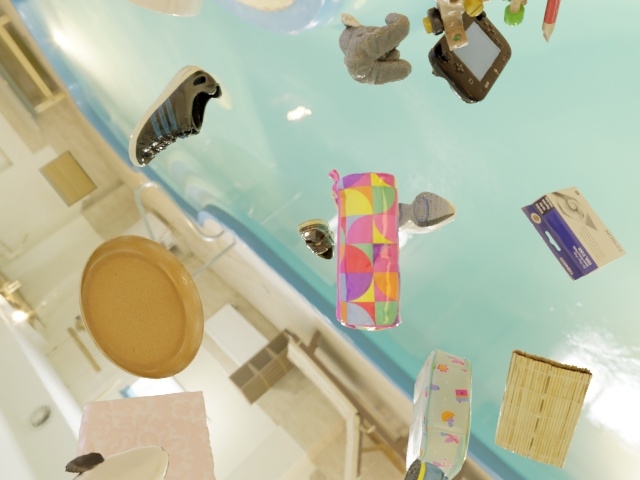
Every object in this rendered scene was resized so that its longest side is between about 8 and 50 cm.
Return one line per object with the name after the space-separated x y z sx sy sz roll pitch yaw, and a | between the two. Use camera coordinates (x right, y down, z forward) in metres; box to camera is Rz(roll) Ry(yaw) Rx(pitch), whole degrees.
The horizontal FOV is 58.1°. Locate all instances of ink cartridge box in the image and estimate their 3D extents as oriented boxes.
0.634 -0.025 1.435 0.223 0.223 0.045 60 140 17 | ink cartridge box

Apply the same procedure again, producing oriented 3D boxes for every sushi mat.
0.456 0.358 1.204 0.151 0.019 0.317 14 131 23 | sushi mat

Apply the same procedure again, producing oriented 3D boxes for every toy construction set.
0.335 -0.482 1.149 0.309 0.257 0.237 50 173 28 | toy construction set

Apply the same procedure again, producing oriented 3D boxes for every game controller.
0.362 -0.443 1.366 0.166 0.319 0.067 39 141 -2 | game controller

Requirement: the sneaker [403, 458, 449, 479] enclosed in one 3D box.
0.167 0.497 1.010 0.082 0.209 0.069 32 157 -7 | sneaker

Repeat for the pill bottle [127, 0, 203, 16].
-0.226 -0.588 0.913 0.229 0.229 0.408 40 124 26 | pill bottle

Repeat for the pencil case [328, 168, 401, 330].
0.066 0.014 0.848 0.104 0.104 0.237 157 111 -70 | pencil case

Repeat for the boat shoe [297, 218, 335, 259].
0.000 0.000 1.092 0.152 0.056 0.049 35 -142 -66 | boat shoe

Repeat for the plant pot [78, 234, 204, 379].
-0.282 0.106 0.909 0.032 0.236 0.236 -26 108 28 | plant pot

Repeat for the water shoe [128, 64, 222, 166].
-0.248 -0.200 0.978 0.080 0.203 0.073 38 -171 12 | water shoe

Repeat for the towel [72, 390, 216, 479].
-0.425 0.505 1.397 0.332 0.316 0.054 -119 29 -58 | towel

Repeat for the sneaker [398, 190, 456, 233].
0.324 -0.076 1.746 0.129 0.111 0.297 13 173 -22 | sneaker

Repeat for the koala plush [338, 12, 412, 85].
0.126 -0.568 1.685 0.221 0.203 0.196 50 157 44 | koala plush

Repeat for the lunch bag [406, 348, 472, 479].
0.272 0.406 1.325 0.107 0.279 0.224 12 139 5 | lunch bag

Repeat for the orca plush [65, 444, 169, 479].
-0.334 0.417 0.824 0.151 0.287 0.102 26 123 4 | orca plush
